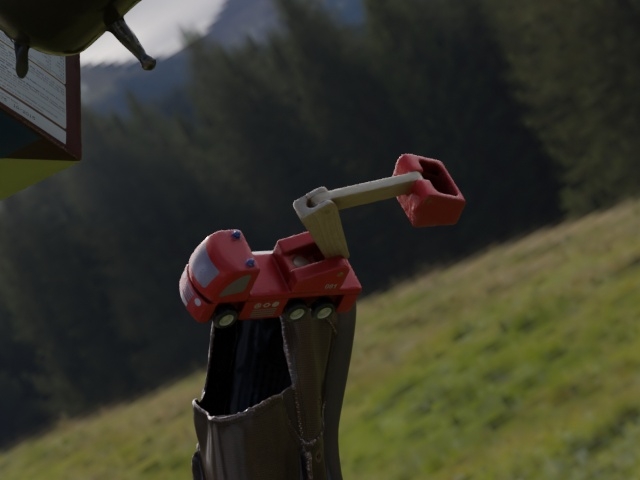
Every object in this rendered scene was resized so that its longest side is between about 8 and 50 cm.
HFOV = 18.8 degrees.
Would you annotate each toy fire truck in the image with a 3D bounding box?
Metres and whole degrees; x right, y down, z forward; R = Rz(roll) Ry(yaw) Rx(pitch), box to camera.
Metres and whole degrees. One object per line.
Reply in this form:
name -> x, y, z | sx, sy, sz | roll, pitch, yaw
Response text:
toy fire truck -> 0.000, 0.000, 1.447 | 0.192, 0.047, 0.135 | -2, -43, -32

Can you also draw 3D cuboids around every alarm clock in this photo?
alarm clock -> -0.149, -0.159, 0.899 | 0.064, 0.192, 0.129 | -37, -34, 16

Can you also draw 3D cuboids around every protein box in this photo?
protein box -> -0.315, -0.139, 1.594 | 0.199, 0.201, 0.136 | -23, -37, 26

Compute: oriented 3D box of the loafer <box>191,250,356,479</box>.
loafer -> -0.060, 0.173, 1.563 | 0.133, 0.366, 0.130 | -11, -23, 32
